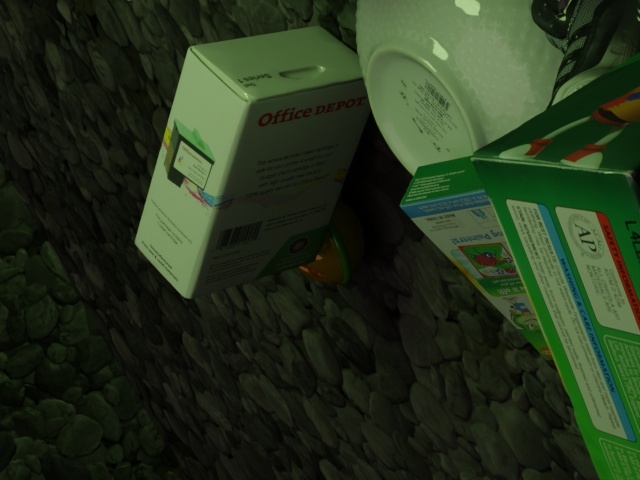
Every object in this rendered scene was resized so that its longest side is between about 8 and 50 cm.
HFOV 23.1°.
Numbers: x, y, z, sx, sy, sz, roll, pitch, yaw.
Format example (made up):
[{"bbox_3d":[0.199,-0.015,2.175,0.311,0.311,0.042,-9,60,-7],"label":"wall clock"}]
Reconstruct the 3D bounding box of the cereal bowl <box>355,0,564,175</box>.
[{"bbox_3d":[0.145,-0.142,1.472,0.339,0.141,0.339,45,154,29],"label":"cereal bowl"}]

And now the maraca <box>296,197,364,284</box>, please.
[{"bbox_3d":[0.000,0.000,1.975,0.127,0.099,0.185,65,168,5],"label":"maraca"}]

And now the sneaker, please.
[{"bbox_3d":[0.217,-0.129,1.241,0.101,0.268,0.153,32,175,-25],"label":"sneaker"}]

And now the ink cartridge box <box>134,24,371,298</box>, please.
[{"bbox_3d":[-0.073,-0.091,1.772,0.117,0.201,0.278,44,132,30],"label":"ink cartridge box"}]

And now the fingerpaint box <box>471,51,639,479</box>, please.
[{"bbox_3d":[0.355,0.059,1.022,0.163,0.371,0.444,13,129,61],"label":"fingerpaint box"}]

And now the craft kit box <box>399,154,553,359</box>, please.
[{"bbox_3d":[0.239,0.010,1.387,0.250,0.061,0.246,-9,133,45],"label":"craft kit box"}]
